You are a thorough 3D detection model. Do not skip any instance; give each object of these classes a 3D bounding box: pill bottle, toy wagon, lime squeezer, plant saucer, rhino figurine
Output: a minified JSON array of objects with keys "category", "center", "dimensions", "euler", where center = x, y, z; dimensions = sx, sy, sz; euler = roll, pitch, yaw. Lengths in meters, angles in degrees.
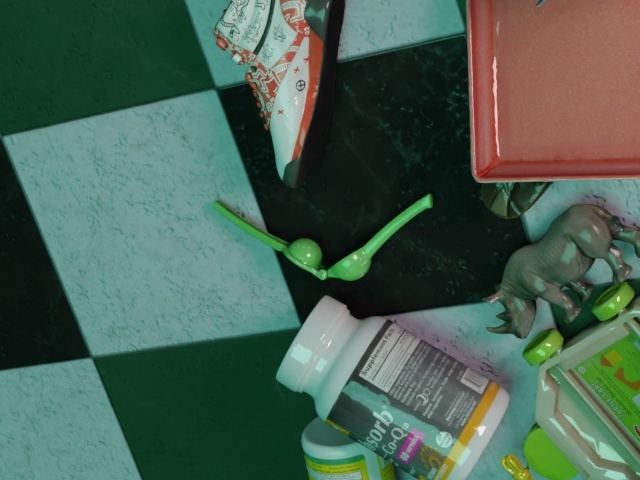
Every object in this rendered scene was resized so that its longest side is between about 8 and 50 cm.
[{"category":"pill bottle","center":[0.048,0.346,2.212],"dimensions":[0.117,0.117,0.208],"euler":[-2,115,24]},{"category":"pill bottle","center":[0.092,0.197,2.091],"dimensions":[0.278,0.162,0.162],"euler":[30,123,7]},{"category":"toy wagon","center":[0.374,0.213,2.035],"dimensions":[0.344,0.068,0.267],"euler":[-37,96,34]},{"category":"lime squeezer","center":[0.000,0.000,2.096],"dimensions":[0.310,0.059,0.110],"euler":[-1,115,25]},{"category":"plant saucer","center":[0.298,-0.198,1.835],"dimensions":[0.258,0.048,0.259],"euler":[-1,94,24]},{"category":"rhino figurine","center":[0.286,0.043,1.984],"dimensions":[0.106,0.073,0.243],"euler":[44,125,-4]}]

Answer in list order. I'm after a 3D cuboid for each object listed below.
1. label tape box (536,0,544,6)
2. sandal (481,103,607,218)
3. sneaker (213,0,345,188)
[{"category":"label tape box","center":[0.391,-0.355,1.639],"dimensions":[0.106,0.240,0.334],"euler":[42,124,-3]},{"category":"sandal","center":[0.280,-0.111,1.912],"dimensions":[0.090,0.060,0.219],"euler":[46,116,13]},{"category":"sneaker","center":[-0.060,-0.206,2.000],"dimensions":[0.145,0.090,0.270],"euler":[17,117,16]}]
